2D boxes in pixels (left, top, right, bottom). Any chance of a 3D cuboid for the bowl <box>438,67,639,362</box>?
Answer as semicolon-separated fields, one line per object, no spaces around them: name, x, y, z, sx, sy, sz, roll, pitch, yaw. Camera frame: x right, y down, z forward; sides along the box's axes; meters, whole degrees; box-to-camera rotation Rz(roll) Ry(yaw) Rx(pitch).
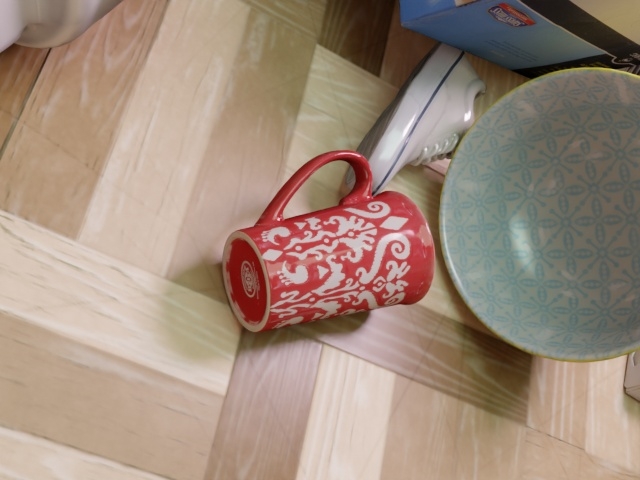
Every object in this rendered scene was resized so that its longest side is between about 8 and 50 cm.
bowl;0.287;-0.023;0.925;0.156;0.289;0.289;3;66;-55

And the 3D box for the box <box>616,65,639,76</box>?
box;0.409;-0.197;1.153;0.113;0.094;0.275;32;55;-33

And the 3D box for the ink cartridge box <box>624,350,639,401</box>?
ink cartridge box;0.424;0.162;1.042;0.122;0.052;0.088;30;57;-16

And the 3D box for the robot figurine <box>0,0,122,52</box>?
robot figurine;-0.216;-0.305;0.761;0.300;0.199;0.353;32;54;7

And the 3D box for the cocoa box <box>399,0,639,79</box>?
cocoa box;0.263;-0.327;0.965;0.347;0.228;0.231;4;82;-51

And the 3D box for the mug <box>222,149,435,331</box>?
mug;-0.003;0.007;0.820;0.169;0.113;0.150;-12;67;-30

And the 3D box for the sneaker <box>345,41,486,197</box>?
sneaker;0.116;-0.124;0.951;0.091;0.094;0.258;39;53;-6
